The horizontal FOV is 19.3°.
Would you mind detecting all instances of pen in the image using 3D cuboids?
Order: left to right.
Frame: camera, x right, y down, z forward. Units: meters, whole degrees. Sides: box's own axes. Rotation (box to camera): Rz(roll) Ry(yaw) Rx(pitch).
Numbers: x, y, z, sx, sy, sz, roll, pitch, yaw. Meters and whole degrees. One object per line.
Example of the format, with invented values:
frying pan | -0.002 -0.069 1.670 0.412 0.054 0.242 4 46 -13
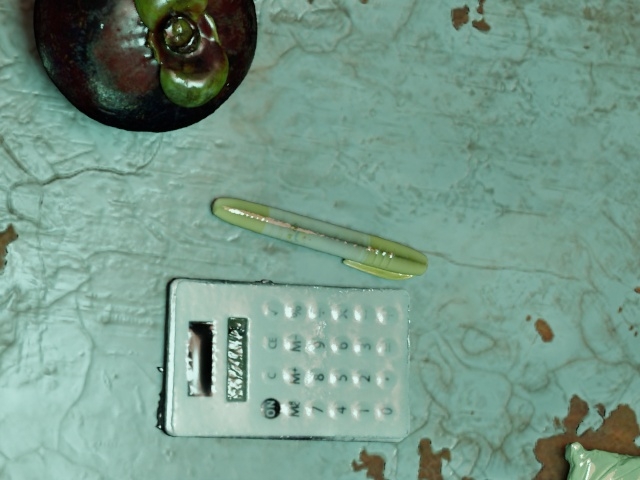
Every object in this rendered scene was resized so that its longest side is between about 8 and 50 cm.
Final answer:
pen | 0.000 0.000 1.891 0.233 0.032 0.040 15 104 -17

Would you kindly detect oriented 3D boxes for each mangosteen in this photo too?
mangosteen | -0.162 -0.210 1.752 0.216 0.216 0.216 2 86 -20

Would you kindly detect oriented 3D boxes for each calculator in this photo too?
calculator | -0.034 0.119 1.873 0.262 0.021 0.161 2 85 -20

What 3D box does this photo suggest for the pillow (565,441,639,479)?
pillow | 0.366 0.361 1.974 0.274 0.076 0.280 7 89 -13
